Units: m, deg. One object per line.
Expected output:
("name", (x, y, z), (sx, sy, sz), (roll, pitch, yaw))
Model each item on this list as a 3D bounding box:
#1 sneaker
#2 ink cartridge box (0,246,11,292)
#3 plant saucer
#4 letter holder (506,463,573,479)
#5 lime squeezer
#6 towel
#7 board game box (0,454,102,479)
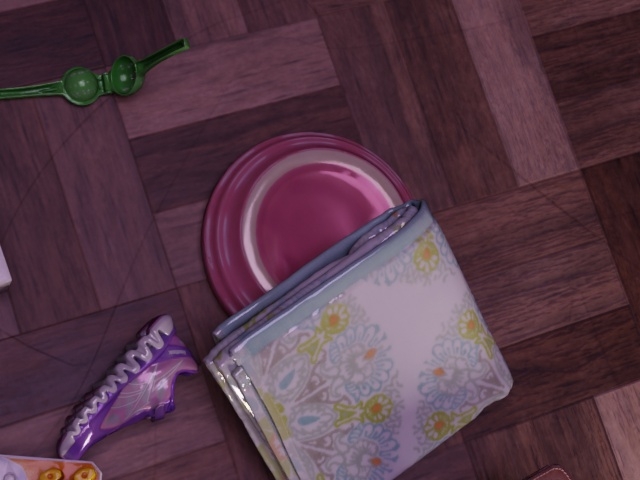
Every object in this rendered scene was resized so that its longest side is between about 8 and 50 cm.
("sneaker", (-0.250, 0.212, 1.853), (0.104, 0.095, 0.236), (45, 69, -11))
("ink cartridge box", (-0.516, 0.024, 1.818), (0.190, 0.082, 0.140), (-19, 84, -18))
("plant saucer", (0.000, 0.000, 1.976), (0.332, 0.084, 0.332), (4, 77, -16))
("letter holder", (0.293, 0.483, 1.921), (0.214, 0.152, 0.302), (-25, 86, -22))
("lime squeezer", (-0.313, -0.219, 1.929), (0.310, 0.110, 0.059), (-12, 98, 12))
("towel", (0.057, 0.168, 1.894), (0.374, 0.090, 0.321), (-34, 115, -16))
("board game box", (-0.483, 0.451, 1.709), (0.389, 0.050, 0.390), (5, 76, -5))
